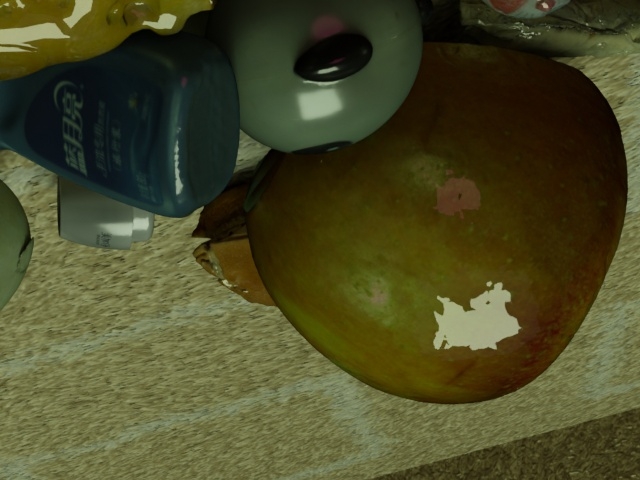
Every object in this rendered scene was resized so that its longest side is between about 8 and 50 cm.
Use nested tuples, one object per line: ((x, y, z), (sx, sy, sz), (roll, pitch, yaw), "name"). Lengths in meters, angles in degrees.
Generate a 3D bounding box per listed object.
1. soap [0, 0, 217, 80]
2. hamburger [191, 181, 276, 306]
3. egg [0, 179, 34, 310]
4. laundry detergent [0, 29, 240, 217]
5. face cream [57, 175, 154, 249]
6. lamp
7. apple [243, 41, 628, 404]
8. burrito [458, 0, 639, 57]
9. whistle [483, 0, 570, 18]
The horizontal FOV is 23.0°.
((-0.207, -0.231, 1.039), (0.259, 0.143, 0.281), (-16, 160, -9), "soap")
((0.000, 0.000, 1.745), (0.283, 0.144, 0.156), (7, 150, -39), "hamburger")
((-0.391, 0.017, 1.471), (0.253, 0.187, 0.186), (-14, 159, 9), "egg")
((-0.206, -0.116, 1.247), (0.289, 0.094, 0.143), (15, 127, 25), "laundry detergent")
((-0.217, -0.035, 1.590), (0.095, 0.091, 0.091), (-1, 156, -12), "face cream")
((-0.034, -0.155, 1.298), (0.243, 0.198, 0.197), (-10, 164, 31), "lamp")
((0.107, -0.034, 1.531), (0.374, 0.384, 0.374), (6, 124, 9), "apple")
((0.228, -0.207, 1.497), (0.229, 0.058, 0.063), (-5, 159, -26), "burrito")
((0.137, -0.244, 1.282), (0.223, 0.123, 0.123), (11, 151, -20), "whistle")
